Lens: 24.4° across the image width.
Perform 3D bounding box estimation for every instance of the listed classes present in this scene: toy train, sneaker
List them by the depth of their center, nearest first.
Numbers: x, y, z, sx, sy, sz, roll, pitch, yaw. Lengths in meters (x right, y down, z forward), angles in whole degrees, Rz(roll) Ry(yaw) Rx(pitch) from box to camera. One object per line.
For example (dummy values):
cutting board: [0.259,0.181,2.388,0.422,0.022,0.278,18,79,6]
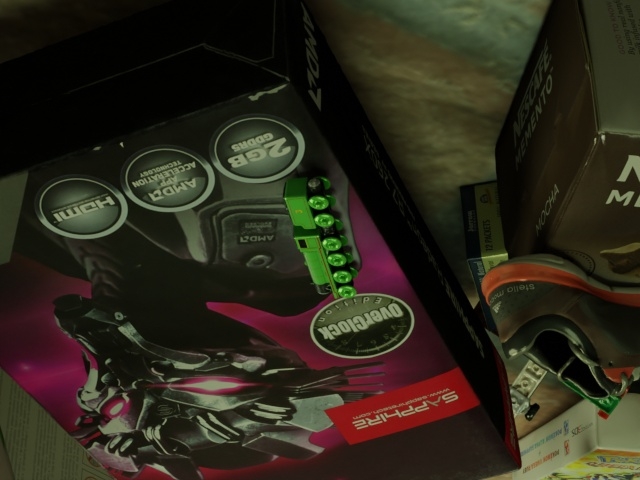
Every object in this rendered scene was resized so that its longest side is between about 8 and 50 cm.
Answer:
toy train: [0.000,0.000,0.709,0.024,0.017,0.083,-4,139,12]
sneaker: [0.151,0.060,0.777,0.158,0.064,0.061,16,144,-23]

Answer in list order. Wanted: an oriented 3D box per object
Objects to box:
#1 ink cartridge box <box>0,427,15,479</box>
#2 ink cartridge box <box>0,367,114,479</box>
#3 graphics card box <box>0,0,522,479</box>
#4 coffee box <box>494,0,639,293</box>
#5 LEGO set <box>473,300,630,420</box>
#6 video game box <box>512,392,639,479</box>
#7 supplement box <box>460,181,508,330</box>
ink cartridge box: [-0.310,0.145,0.787,0.273,0.115,0.198,-12,102,1]
ink cartridge box: [-0.195,0.145,0.983,0.056,0.181,0.225,-22,139,25]
graphics card box: [-0.050,0.036,0.829,0.233,0.094,0.371,-16,137,15]
coffee box: [0.259,-0.041,0.794,0.297,0.118,0.168,5,146,-8]
LEGO set: [0.121,0.121,0.997,0.244,0.060,0.182,-7,101,25]
video game box: [0.266,0.158,1.089,0.205,0.048,0.187,5,158,-9]
supplement box: [0.135,0.006,0.909,0.083,0.056,0.083,-10,142,11]
